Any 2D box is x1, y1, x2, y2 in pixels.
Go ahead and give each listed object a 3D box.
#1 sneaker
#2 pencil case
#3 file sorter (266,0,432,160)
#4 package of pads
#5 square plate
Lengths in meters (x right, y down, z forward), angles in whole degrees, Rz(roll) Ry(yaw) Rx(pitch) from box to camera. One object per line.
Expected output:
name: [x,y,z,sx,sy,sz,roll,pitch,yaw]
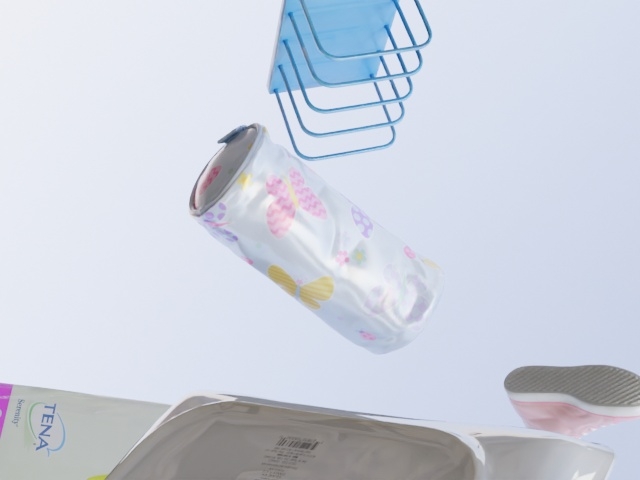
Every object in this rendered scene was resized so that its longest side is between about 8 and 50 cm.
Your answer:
sneaker: [0.226,0.146,1.006,0.134,0.070,0.051,0,-145,38]
pencil case: [0.000,0.000,1.181,0.113,0.273,0.124,-22,-143,53]
file sorter: [0.028,-0.169,1.130,0.118,0.170,0.104,-11,-118,-16]
package of pads: [-0.199,0.233,0.971,0.229,0.296,0.101,-91,-167,-49]
square plate: [-0.059,0.200,0.659,0.347,0.049,0.344,1,-144,41]
